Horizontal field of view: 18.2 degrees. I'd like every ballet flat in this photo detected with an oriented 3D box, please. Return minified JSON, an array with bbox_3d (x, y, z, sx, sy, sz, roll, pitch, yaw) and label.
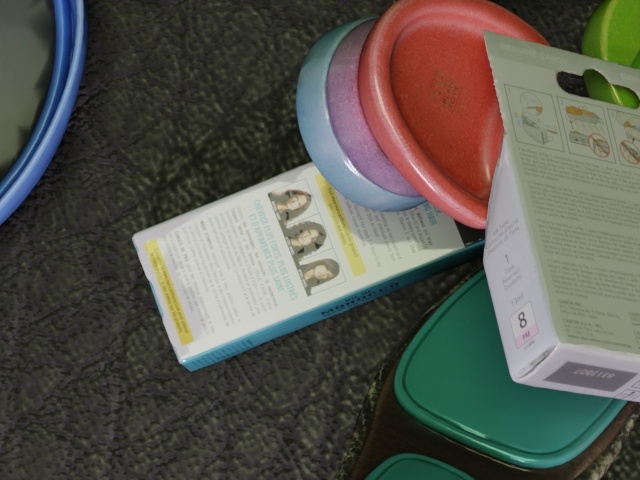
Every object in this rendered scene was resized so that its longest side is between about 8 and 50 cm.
[{"bbox_3d":[0.081,0.173,1.288,0.164,0.182,0.483,26,44,14],"label":"ballet flat"}]

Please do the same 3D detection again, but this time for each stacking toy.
[{"bbox_3d":[0.130,-0.109,1.370,0.279,0.130,0.309,42,58,-19],"label":"stacking toy"}]

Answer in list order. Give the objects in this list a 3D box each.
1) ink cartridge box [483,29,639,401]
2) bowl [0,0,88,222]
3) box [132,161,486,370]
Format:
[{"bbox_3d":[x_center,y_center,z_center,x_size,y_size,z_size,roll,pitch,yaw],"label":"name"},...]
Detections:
[{"bbox_3d":[0.185,-0.009,1.283,0.189,0.066,0.232,10,51,-32],"label":"ink cartridge box"},{"bbox_3d":[-0.358,-0.148,1.449,0.391,0.077,0.391,-1,82,4],"label":"bowl"},{"bbox_3d":[0.000,0.000,1.406,0.244,0.060,0.100,-21,79,1],"label":"box"}]
